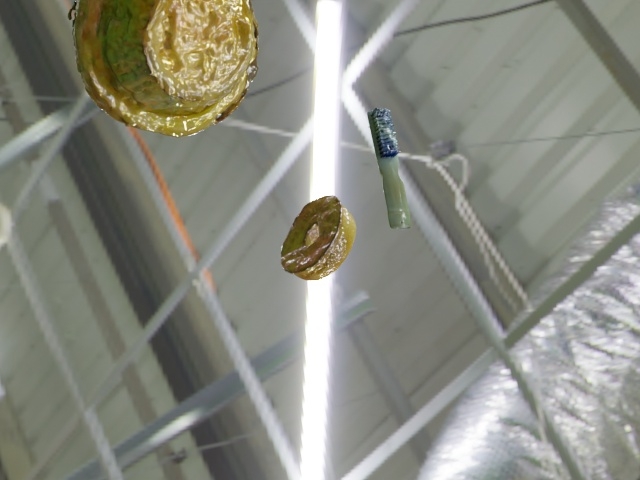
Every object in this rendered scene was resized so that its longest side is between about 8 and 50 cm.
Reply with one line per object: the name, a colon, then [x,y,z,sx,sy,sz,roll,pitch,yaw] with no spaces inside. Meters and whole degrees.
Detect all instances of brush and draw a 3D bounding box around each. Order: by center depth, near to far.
brush: [0.098,-0.102,1.624,0.030,0.033,0.179,139,-55,-58]

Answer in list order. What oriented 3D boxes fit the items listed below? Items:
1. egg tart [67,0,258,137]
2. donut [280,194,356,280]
egg tart: [-0.181,-0.262,1.509,0.118,0.288,0.288,22,-72,48]
donut: [0.000,0.000,1.972,0.152,0.058,0.152,-33,-143,29]
